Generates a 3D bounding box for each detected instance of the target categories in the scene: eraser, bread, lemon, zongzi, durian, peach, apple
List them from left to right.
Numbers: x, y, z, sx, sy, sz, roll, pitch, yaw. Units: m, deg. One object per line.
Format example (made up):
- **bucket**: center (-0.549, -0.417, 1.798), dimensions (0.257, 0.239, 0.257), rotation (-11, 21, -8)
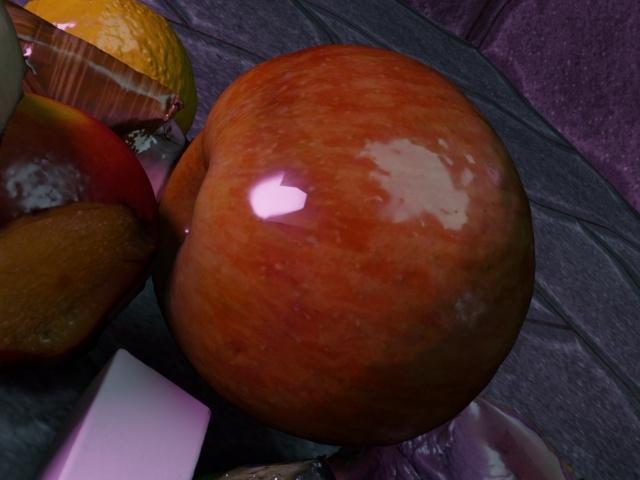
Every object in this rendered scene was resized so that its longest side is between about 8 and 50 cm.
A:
- **zongzi**: center (-0.252, -0.149, 1.075), dimensions (0.288, 0.134, 0.286), rotation (1, 24, -5)
- **peach**: center (-0.201, -0.001, 0.880), dimensions (0.226, 0.190, 0.196), rotation (-112, -169, -70)
- **eraser**: center (-0.132, 0.170, 0.768), dimensions (0.078, 0.076, 0.298), rotation (36, 18, -10)
- **lemon**: center (-0.204, -0.142, 1.224), dimensions (0.180, 0.181, 0.193), rotation (49, -17, 30)
- **bread**: center (-0.179, -0.045, 1.077), dimensions (0.073, 0.160, 0.160), rotation (48, 13, -23)
- **apple**: center (0.000, 0.000, 0.964), dimensions (0.250, 0.277, 0.309), rotation (-1, 18, -35)
- **durian**: center (0.093, 0.218, 1.039), dimensions (0.191, 0.112, 0.341), rotation (41, 24, 12)

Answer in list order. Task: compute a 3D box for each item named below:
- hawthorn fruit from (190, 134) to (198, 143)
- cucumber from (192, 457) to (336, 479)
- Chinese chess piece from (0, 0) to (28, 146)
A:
- **hawthorn fruit**: center (-0.067, -0.052, 1.312), dimensions (0.157, 0.157, 0.194), rotation (28, 17, -28)
- **cucumber**: center (-0.004, 0.204, 0.853), dimensions (0.086, 0.115, 0.193), rotation (-10, 58, -49)
- **Chinese chess piece**: center (-0.291, -0.070, 0.761), dimensions (0.104, 0.257, 0.257), rotation (55, 6, -34)
